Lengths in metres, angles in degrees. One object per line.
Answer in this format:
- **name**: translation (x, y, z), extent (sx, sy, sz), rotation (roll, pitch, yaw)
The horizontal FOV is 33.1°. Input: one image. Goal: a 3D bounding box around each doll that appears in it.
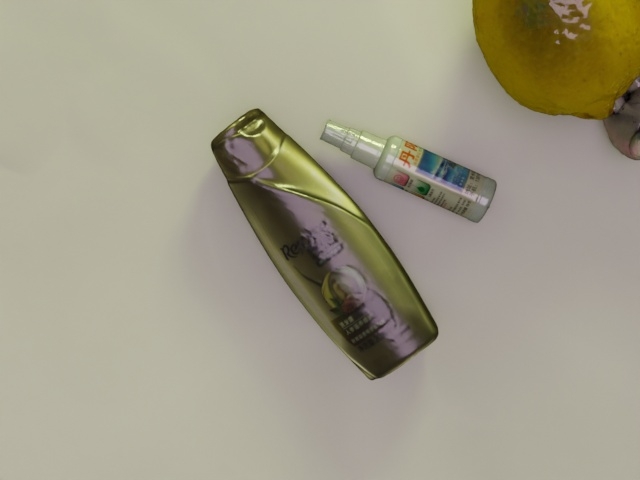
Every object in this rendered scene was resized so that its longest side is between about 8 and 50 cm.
- **doll**: translation (0.414, -0.175, 1.246), extent (0.192, 0.149, 0.095), rotation (-46, 136, 14)

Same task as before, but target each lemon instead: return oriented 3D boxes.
- **lemon**: translation (0.268, -0.256, 1.192), extent (0.204, 0.204, 0.260), rotation (-17, 98, 4)

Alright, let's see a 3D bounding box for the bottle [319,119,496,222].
- **bottle**: translation (0.102, -0.088, 1.290), extent (0.217, 0.060, 0.060), rotation (23, 98, -2)

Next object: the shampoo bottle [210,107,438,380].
- **shampoo bottle**: translation (0.000, 0.000, 1.294), extent (0.125, 0.084, 0.350), rotation (-35, 95, 8)
